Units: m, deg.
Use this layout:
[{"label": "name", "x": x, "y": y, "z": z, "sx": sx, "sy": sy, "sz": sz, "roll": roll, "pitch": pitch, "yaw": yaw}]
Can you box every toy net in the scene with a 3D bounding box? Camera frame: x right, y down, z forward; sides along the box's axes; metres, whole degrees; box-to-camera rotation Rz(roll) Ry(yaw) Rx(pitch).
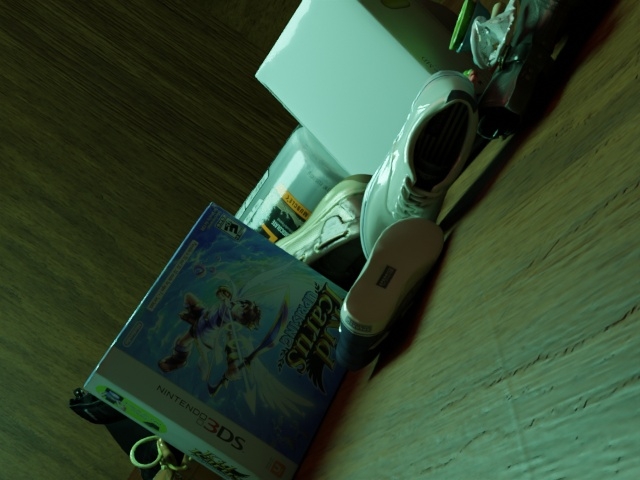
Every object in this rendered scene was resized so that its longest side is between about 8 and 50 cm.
[{"label": "toy net", "x": 0.178, "y": -0.225, "z": 1.122, "sx": 0.232, "sy": 0.045, "sz": 0.122, "roll": -77, "pitch": 8, "yaw": -81}]

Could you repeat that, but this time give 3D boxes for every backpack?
[{"label": "backpack", "x": -0.287, "y": 0.307, "z": 1.777, "sx": 0.213, "sy": 0.276, "sz": 0.263, "roll": -44, "pitch": 2, "yaw": -32}]

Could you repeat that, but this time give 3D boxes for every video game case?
[{"label": "video game case", "x": -0.094, "y": 0.123, "z": 1.116, "sx": 0.061, "sy": 0.244, "sz": 0.269, "roll": -46, "pitch": 12, "yaw": 54}]

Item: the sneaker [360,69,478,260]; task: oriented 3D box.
[{"label": "sneaker", "x": 0.107, "y": -0.069, "z": 1.112, "sx": 0.091, "sy": 0.094, "sz": 0.258, "roll": -82, "pitch": 8, "yaw": -66}]

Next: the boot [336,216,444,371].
[{"label": "boot", "x": 0.071, "y": 0.055, "z": 1.054, "sx": 0.190, "sy": 0.069, "sz": 0.086, "roll": -47, "pitch": -21, "yaw": -41}]

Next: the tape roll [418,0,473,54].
[{"label": "tape roll", "x": 0.135, "y": -0.261, "z": 1.495, "sx": 0.219, "sy": 0.219, "sz": 0.072, "roll": -51, "pitch": 8, "yaw": 40}]

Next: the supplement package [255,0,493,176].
[{"label": "supplement package", "x": 0.078, "y": -0.227, "z": 1.361, "sx": 0.145, "sy": 0.262, "sz": 0.204, "roll": -28, "pitch": -18, "yaw": -51}]

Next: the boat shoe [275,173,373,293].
[{"label": "boat shoe", "x": -0.002, "y": 0.056, "z": 1.323, "sx": 0.342, "sy": 0.123, "sz": 0.123, "roll": -47, "pitch": 30, "yaw": 41}]

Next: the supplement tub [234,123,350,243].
[{"label": "supplement tub", "x": -0.033, "y": -0.005, "z": 1.520, "sx": 0.338, "sy": 0.207, "sz": 0.207, "roll": -54, "pitch": 6, "yaw": 26}]

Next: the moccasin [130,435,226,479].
[{"label": "moccasin", "x": -0.166, "y": 0.278, "z": 1.328, "sx": 0.139, "sy": 0.147, "sz": 0.380, "roll": -60, "pitch": 7, "yaw": -34}]

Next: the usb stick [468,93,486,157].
[{"label": "usb stick", "x": 0.147, "y": -0.085, "z": 1.296, "sx": 0.278, "sy": 0.045, "sz": 0.077, "roll": -51, "pitch": 14, "yaw": 38}]

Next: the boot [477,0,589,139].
[{"label": "boot", "x": 0.239, "y": -0.228, "z": 1.147, "sx": 0.229, "sy": 0.091, "sz": 0.263, "roll": -64, "pitch": -2, "yaw": 1}]
